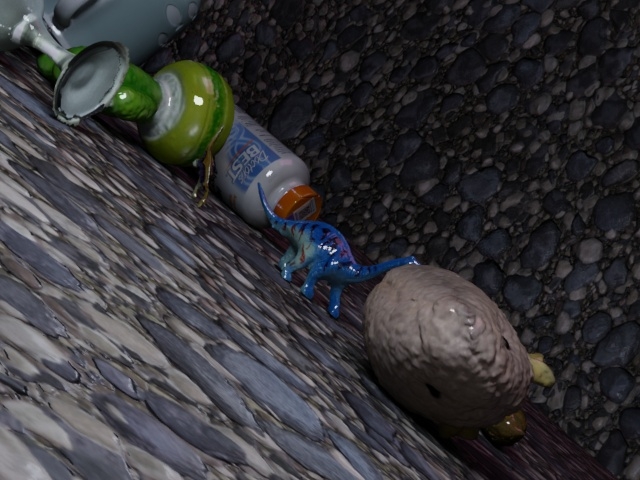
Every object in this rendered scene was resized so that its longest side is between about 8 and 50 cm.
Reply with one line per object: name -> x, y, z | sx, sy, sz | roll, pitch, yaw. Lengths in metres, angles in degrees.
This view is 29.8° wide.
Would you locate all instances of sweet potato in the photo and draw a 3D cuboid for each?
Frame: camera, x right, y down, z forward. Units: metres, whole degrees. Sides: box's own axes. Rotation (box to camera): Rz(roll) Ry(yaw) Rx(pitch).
sweet potato -> 0.299, 0.297, 2.029 | 0.075, 0.075, 0.273 | 39, 0, 2

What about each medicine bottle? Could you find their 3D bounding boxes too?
medicine bottle -> -0.125, -0.126, 2.262 | 0.288, 0.157, 0.157 | 41, 4, 31

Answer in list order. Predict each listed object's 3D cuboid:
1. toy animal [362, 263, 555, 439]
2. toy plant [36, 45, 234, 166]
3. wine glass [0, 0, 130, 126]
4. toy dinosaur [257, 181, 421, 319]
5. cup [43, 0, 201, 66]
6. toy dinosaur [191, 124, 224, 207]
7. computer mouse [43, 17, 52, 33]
toy animal -> 0.164, 0.146, 1.614 | 0.226, 0.188, 0.358 | 49, 0, -19
toy plant -> -0.310, -0.236, 2.006 | 0.316, 0.184, 0.224 | 14, 15, -41
wine glass -> -0.424, -0.303, 1.703 | 0.321, 0.143, 0.143 | 38, 3, 17
toy dinosaur -> -0.005, 0.031, 1.911 | 0.329, 0.144, 0.076 | 26, 1, 30
cup -> -0.374, -0.446, 2.154 | 0.259, 0.274, 0.356 | 52, -9, -5
toy dinosaur -> -0.189, -0.114, 1.978 | 0.037, 0.058, 0.180 | 21, 49, -28
computer mouse -> -0.522, -0.385, 1.952 | 0.379, 0.090, 0.167 | 41, -12, 49
